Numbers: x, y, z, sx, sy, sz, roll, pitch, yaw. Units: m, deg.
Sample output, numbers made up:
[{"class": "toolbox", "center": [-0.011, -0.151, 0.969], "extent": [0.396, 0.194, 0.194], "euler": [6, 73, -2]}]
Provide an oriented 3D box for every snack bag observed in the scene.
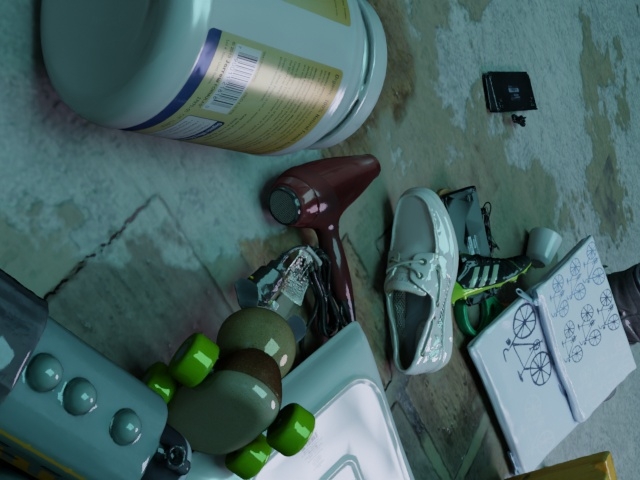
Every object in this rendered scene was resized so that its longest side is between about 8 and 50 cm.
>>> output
[{"class": "snack bag", "center": [0.418, 0.209, 1.554], "extent": [0.343, 0.037, 0.323], "euler": [-36, 116, -24]}]

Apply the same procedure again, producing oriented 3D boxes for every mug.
[{"class": "mug", "center": [0.427, 0.021, 1.676], "extent": [0.078, 0.062, 0.064], "euler": [41, 63, -33]}]

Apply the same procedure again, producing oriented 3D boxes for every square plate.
[{"class": "square plate", "center": [0.006, 0.329, 1.078], "extent": [0.347, 0.049, 0.344], "euler": [-35, 114, -42]}]

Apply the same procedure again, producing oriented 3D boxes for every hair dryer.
[{"class": "hair dryer", "center": [0.000, 0.000, 1.141], "extent": [0.223, 0.080, 0.293], "euler": [49, 60, -48]}]

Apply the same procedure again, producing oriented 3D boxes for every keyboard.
[{"class": "keyboard", "center": [0.250, 0.007, 1.457], "extent": [0.100, 0.038, 0.192], "euler": [-17, 98, -30]}, {"class": "keyboard", "center": [0.363, -0.267, 1.665], "extent": [0.180, 0.023, 0.108], "euler": [-14, 90, -51]}]

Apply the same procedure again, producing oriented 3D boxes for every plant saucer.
[{"class": "plant saucer", "center": [0.212, -0.045, 1.447], "extent": [0.083, 0.013, 0.083], "euler": [9, 79, -50]}]

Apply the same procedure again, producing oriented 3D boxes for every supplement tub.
[{"class": "supplement tub", "center": [-0.097, -0.209, 0.905], "extent": [0.316, 0.228, 0.228], "euler": [5, 81, -51]}]

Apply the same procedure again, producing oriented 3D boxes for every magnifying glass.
[{"class": "magnifying glass", "center": [0.300, 0.122, 1.531], "extent": [0.231, 0.026, 0.092], "euler": [6, 80, -49]}]

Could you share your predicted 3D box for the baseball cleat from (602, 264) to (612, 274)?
[{"class": "baseball cleat", "center": [0.646, 0.109, 1.931], "extent": [0.206, 0.072, 0.109], "euler": [9, 72, -55]}]

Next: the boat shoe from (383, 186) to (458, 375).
[{"class": "boat shoe", "center": [0.138, 0.060, 1.271], "extent": [0.096, 0.098, 0.277], "euler": [-4, 89, -53]}]

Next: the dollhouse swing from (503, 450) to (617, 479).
[{"class": "dollhouse swing", "center": [0.364, 0.578, 1.352], "extent": [0.305, 0.315, 0.347], "euler": [55, 42, -3]}]

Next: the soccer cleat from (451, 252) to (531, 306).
[{"class": "soccer cleat", "center": [0.257, 0.047, 1.402], "extent": [0.179, 0.060, 0.072], "euler": [-20, 94, -16]}]

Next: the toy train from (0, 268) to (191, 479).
[{"class": "toy train", "center": [-0.249, 0.121, 0.696], "extent": [0.334, 0.190, 0.142], "euler": [48, 51, -37]}]

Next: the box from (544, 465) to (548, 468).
[{"class": "box", "center": [0.414, 0.493, 1.620], "extent": [0.136, 0.028, 0.081], "euler": [-39, 115, -44]}]

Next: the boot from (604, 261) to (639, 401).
[{"class": "boot", "center": [0.585, 0.197, 1.717], "extent": [0.338, 0.223, 0.118], "euler": [58, 44, -29]}]

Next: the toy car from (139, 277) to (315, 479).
[{"class": "toy car", "center": [-0.082, 0.128, 0.944], "extent": [0.155, 0.149, 0.188], "euler": [39, 41, -16]}]
